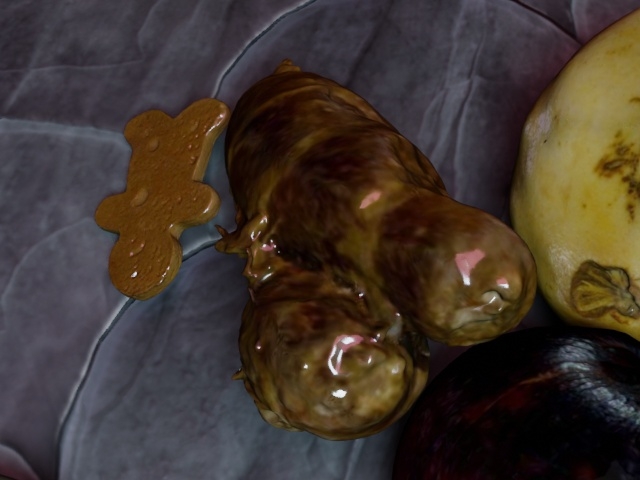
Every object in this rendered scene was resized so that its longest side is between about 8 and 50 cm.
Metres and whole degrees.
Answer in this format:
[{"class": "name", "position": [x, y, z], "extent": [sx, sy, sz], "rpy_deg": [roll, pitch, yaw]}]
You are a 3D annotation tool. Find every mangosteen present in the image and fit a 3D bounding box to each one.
[{"class": "mangosteen", "position": [0.187, 0.214, 0.718], "extent": [0.300, 0.300, 0.300], "rpy_deg": [1, 68, -2]}]

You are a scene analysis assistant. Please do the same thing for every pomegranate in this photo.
[{"class": "pomegranate", "position": [0.331, -0.044, 0.816], "extent": [0.332, 0.332, 0.332], "rpy_deg": [1, 68, -2]}]

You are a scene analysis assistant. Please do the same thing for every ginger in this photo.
[{"class": "ginger", "position": [0.000, 0.000, 0.794], "extent": [0.254, 0.176, 0.418], "rpy_deg": [-48, 36, 14]}]

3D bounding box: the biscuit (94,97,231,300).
[{"class": "biscuit", "position": [-0.150, -0.037, 0.896], "extent": [0.138, 0.031, 0.205], "rpy_deg": [-8, 59, 26]}]

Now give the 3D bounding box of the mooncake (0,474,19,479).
[{"class": "mooncake", "position": [-0.288, 0.305, 0.723], "extent": [0.275, 0.135, 0.275], "rpy_deg": [2, 70, -5]}]
